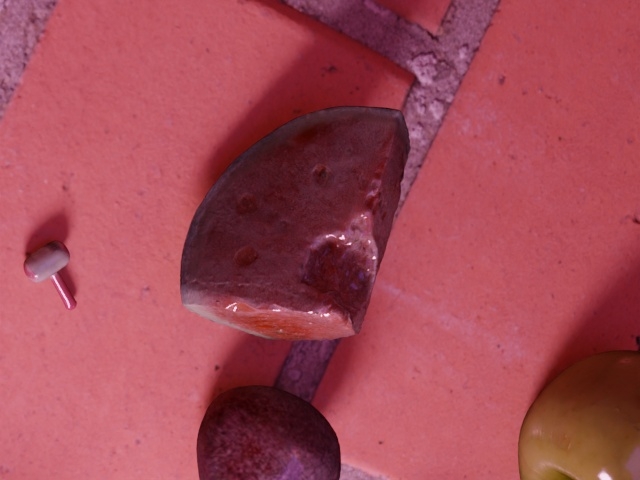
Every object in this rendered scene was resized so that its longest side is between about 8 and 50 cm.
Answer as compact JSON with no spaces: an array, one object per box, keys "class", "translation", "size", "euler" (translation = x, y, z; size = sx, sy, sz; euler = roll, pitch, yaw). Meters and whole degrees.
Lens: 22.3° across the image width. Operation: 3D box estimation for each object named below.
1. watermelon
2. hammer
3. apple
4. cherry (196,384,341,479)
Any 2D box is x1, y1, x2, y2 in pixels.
[{"class":"watermelon","translation":[0.000,0.000,1.800],"size":[0.318,0.226,0.148],"euler":[-42,146,-1]},{"class":"hammer","translation":[-0.284,0.043,1.752],"size":[0.052,0.031,0.083],"euler":[-34,123,-14]},{"class":"apple","translation":[0.392,0.271,2.075],"size":[0.279,0.279,0.279],"euler":[-8,106,-27]},{"class":"cherry","translation":[-0.059,0.250,1.865],"size":[0.176,0.140,0.176],"euler":[-2,101,-14]}]
